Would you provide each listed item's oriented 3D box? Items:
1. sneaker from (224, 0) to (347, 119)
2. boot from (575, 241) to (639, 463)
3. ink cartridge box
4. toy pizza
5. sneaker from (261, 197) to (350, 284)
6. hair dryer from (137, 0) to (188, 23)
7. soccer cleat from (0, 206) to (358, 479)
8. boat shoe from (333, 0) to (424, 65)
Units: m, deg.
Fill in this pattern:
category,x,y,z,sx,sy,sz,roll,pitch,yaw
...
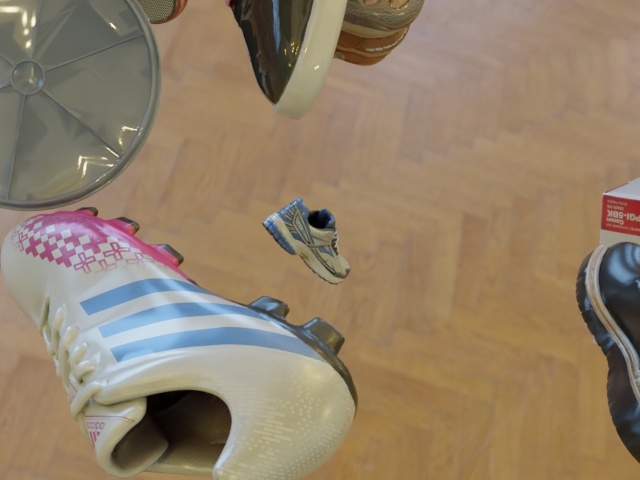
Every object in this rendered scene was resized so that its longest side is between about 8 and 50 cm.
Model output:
category,x,y,z,sx,sy,sz,roll,pitch,yaw
sneaker,-0.067,-0.203,0.727,0.146,0.104,0.296,8,61,-22
boot,0.215,0.029,0.672,0.077,0.137,0.198,34,25,-19
ink cartridge box,0.281,0.020,1.080,0.056,0.135,0.099,11,17,34
toy pizza,-0.220,-0.122,0.962,0.201,0.201,0.032,24,-1,2
sneaker,0.000,0.000,1.325,0.135,0.058,0.052,38,10,-48
hair dryer,-0.259,-0.296,1.467,0.223,0.080,0.293,20,41,28
soccer cleat,-0.130,0.074,0.829,0.331,0.116,0.143,20,49,37
boat shoe,-0.057,-0.257,1.048,0.123,0.116,0.324,-40,76,-22
